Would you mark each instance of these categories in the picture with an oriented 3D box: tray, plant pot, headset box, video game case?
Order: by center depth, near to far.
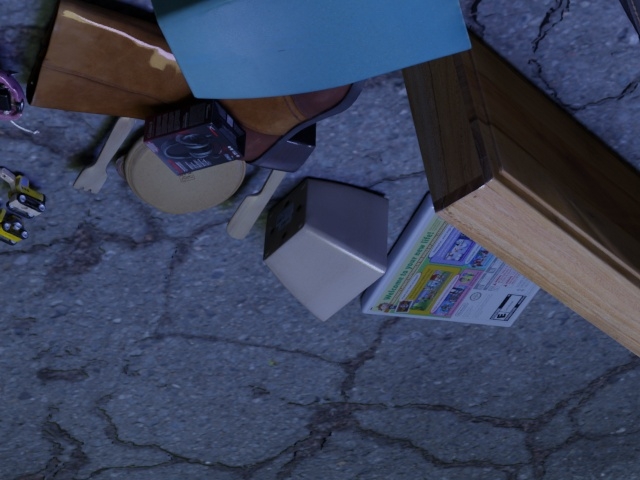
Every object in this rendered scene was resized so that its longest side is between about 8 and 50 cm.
[{"bbox_3d":[-0.023,-0.225,1.488,0.234,0.166,0.165,-20,144,3],"label":"plant pot"},{"bbox_3d":[-0.120,-0.095,1.673,0.083,0.032,0.062,-14,144,23],"label":"headset box"},{"bbox_3d":[0.241,-0.039,1.797,0.076,0.203,0.411,-30,140,25],"label":"tray"},{"bbox_3d":[0.000,0.000,1.892,0.096,0.109,0.109,29,131,-26],"label":"plant pot"},{"bbox_3d":[0.170,0.025,2.028,0.193,0.023,0.212,6,143,-20],"label":"video game case"}]

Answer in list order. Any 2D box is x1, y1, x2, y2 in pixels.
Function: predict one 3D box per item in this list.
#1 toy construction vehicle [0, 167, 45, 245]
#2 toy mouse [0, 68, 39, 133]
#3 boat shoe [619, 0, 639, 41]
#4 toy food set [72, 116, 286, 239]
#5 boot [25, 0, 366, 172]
[{"bbox_3d":[-0.325,-0.039,1.828,0.098,0.035,0.086,27,143,-36],"label":"toy construction vehicle"},{"bbox_3d":[-0.322,-0.152,1.648,0.161,0.031,0.143,22,141,-12],"label":"toy mouse"},{"bbox_3d":[0.374,-0.183,1.688,0.132,0.130,0.355,-25,142,21],"label":"boat shoe"},{"bbox_3d":[-0.139,-0.076,1.816,0.192,0.039,0.132,18,130,-25],"label":"toy food set"},{"bbox_3d":[-0.107,-0.185,1.649,0.280,0.096,0.264,16,146,-20],"label":"boot"}]
